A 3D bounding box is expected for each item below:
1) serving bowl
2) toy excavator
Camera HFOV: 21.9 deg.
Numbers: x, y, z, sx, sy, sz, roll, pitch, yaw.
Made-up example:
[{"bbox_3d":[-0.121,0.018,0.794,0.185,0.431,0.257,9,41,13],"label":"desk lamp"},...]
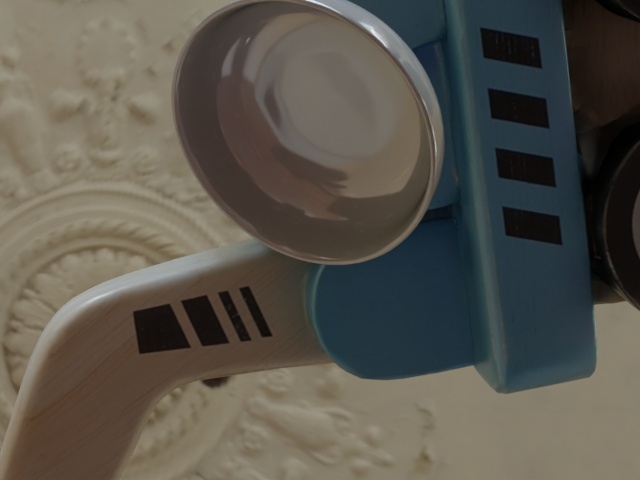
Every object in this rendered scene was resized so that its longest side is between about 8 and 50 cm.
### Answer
[{"bbox_3d":[0.000,-0.035,0.470,0.083,0.083,0.027,52,-140,-7],"label":"serving bowl"},{"bbox_3d":[0.000,0.000,0.842,0.445,0.222,0.433,-9,-76,-5],"label":"toy excavator"}]
